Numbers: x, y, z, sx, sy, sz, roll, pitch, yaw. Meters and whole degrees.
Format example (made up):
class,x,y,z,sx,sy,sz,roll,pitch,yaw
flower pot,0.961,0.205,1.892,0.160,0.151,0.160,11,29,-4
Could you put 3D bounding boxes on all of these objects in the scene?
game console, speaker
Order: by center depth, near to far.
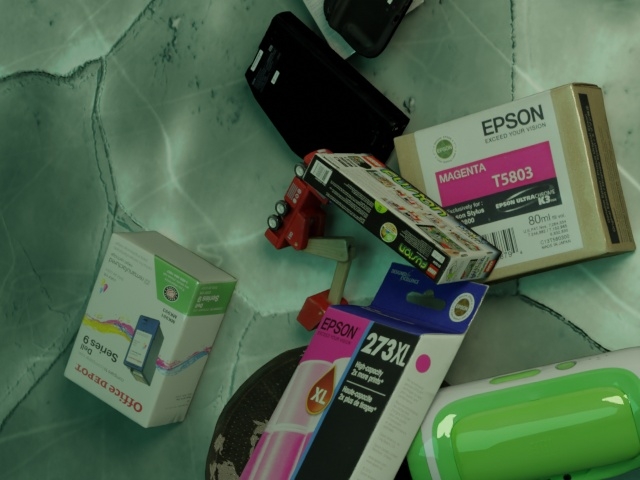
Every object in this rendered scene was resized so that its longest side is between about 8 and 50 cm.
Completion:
class,x,y,z,sx,sy,sz,roll,pitch,yaw
speaker,0.243,0.199,1.673,0.296,0.131,0.131,-13,83,12
game console,0.048,-0.241,1.824,0.213,0.044,0.361,44,127,19

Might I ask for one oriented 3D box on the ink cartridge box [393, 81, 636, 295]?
class,x,y,z,sx,sy,sz,roll,pitch,yaw
ink cartridge box,0.215,-0.054,1.749,0.234,0.088,0.193,-16,83,32

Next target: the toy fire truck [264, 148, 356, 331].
class,x,y,z,sx,sy,sz,roll,pitch,yaw
toy fire truck,0.000,0.000,1.877,0.135,0.047,0.192,47,129,22

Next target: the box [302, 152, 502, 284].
class,x,y,z,sx,sy,sz,roll,pitch,yaw
box,0.090,-0.027,1.711,0.207,0.114,0.036,39,113,28

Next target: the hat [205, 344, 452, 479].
class,x,y,z,sx,sy,sz,roll,pitch,yaw
hat,0.036,0.278,1.820,0.331,0.134,0.331,-1,78,5

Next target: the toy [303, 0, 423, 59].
class,x,y,z,sx,sy,sz,roll,pitch,yaw
toy,0.023,-0.351,1.880,0.137,0.056,0.237,-34,80,29

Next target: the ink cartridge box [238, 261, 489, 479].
class,x,y,z,sx,sy,sz,roll,pitch,yaw
ink cartridge box,0.032,0.187,1.691,0.175,0.069,0.371,14,71,54

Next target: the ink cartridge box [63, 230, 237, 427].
class,x,y,z,sx,sy,sz,roll,pitch,yaw
ink cartridge box,-0.222,0.114,2.018,0.154,0.093,0.212,29,107,27
